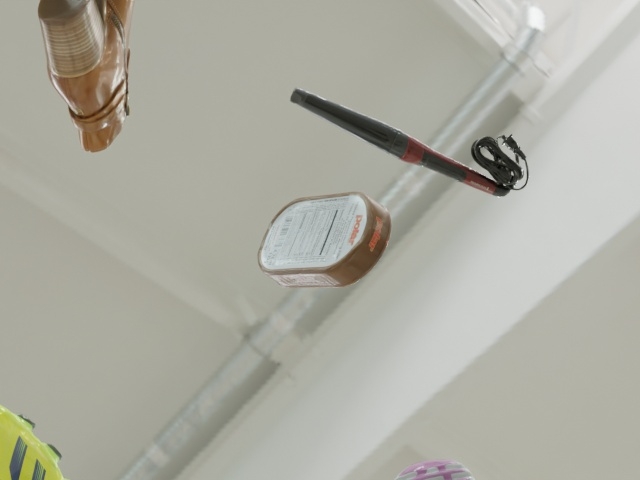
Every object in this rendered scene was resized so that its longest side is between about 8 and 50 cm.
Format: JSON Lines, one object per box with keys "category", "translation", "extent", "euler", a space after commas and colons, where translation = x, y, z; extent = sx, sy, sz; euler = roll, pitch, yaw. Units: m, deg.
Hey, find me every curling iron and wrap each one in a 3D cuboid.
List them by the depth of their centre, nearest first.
{"category": "curling iron", "translation": [0.098, -0.114, 1.263], "extent": [0.273, 0.035, 0.068], "euler": [18, -92, -1]}

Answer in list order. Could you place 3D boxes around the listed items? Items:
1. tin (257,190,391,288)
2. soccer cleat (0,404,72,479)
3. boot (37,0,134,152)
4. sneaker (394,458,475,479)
{"category": "tin", "translation": [0.000, 0.000, 1.286], "extent": [0.040, 0.189, 0.106], "euler": [31, -112, -35]}
{"category": "soccer cleat", "translation": [-0.269, 0.287, 1.024], "extent": [0.093, 0.121, 0.289], "euler": [-16, -88, 40]}
{"category": "boot", "translation": [-0.190, -0.190, 1.033], "extent": [0.072, 0.197, 0.152], "euler": [11, -40, 14]}
{"category": "sneaker", "translation": [0.123, 0.323, 1.124], "extent": [0.095, 0.236, 0.105], "euler": [-14, -50, 6]}
